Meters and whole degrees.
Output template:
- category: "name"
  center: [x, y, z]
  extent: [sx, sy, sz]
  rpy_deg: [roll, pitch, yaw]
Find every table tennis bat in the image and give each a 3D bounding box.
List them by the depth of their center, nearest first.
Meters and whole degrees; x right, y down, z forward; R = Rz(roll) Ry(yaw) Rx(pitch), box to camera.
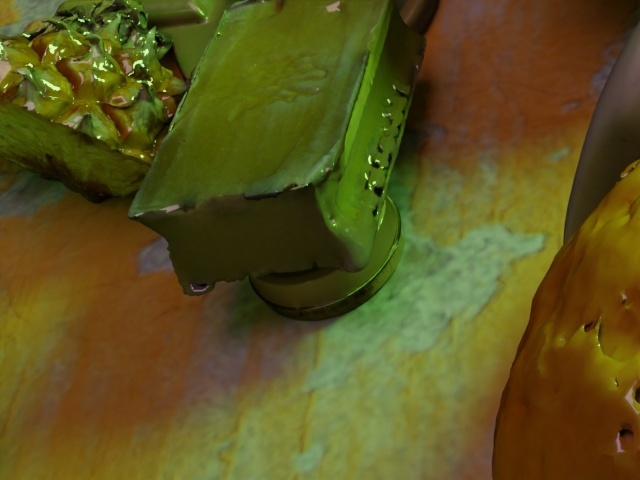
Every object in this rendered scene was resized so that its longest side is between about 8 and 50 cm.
- category: "table tennis bat"
  center: [-0.063, -0.170, 1.189]
  extent: [0.321, 0.050, 0.198]
  rpy_deg: [-1, 49, 24]

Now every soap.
- category: "soap"
  center: [-0.020, -0.076, 0.988]
  extent: [0.135, 0.076, 0.233]
  rpy_deg: [-9, 41, 25]

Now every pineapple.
- category: "pineapple"
  center: [-0.177, -0.129, 1.110]
  extent: [0.250, 0.140, 0.164]
  rpy_deg: [23, 82, 40]

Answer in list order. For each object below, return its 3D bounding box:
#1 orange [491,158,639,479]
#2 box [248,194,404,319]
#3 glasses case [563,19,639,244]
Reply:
- category: "orange"
  center: [0.231, 0.102, 0.565]
  extent: [0.341, 0.293, 0.340]
  rpy_deg: [-4, 43, 4]
- category: "box"
  center: [0.000, 0.000, 0.986]
  extent: [0.106, 0.037, 0.105]
  rpy_deg: [-16, 44, 16]
- category: "glasses case"
  center: [0.172, -0.048, 0.756]
  extent: [0.075, 0.297, 0.113]
  rpy_deg: [32, 75, 13]
